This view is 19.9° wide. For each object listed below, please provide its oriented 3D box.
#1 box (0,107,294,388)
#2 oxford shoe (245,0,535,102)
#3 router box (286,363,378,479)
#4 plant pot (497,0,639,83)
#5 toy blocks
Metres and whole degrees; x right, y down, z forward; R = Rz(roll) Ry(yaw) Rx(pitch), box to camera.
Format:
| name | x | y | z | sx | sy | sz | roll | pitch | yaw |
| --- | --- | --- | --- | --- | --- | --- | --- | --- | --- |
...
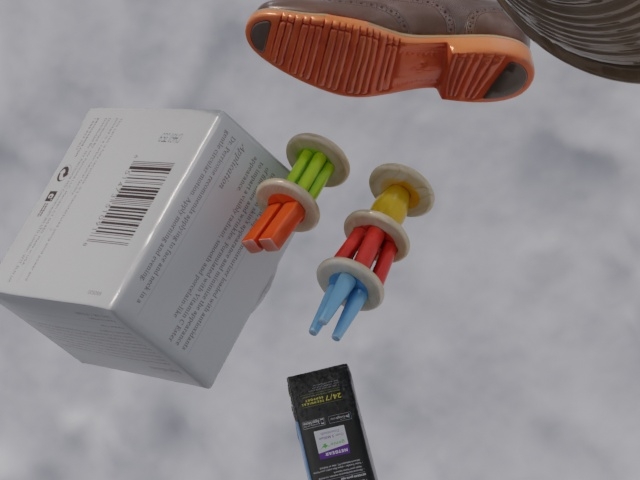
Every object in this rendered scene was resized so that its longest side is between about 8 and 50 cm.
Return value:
| name | x | y | z | sx | sy | sz | roll | pitch | yaw |
| --- | --- | --- | --- | --- | --- | --- | --- | --- | --- |
| box | -0.132 | 0.002 | 1.409 | 0.182 | 0.181 | 0.119 | 5 | 150 | 49 |
| oxford shoe | 0.085 | -0.263 | 2.290 | 0.130 | 0.364 | 0.132 | 114 | 161 | -54 |
| router box | 0.019 | 0.177 | 1.233 | 0.179 | 0.046 | 0.133 | 78 | 178 | -65 |
| plant pot | 0.158 | -0.195 | 0.989 | 0.237 | 0.110 | 0.237 | 13 | 113 | 33 |
| toy blocks | 0.000 | 0.000 | 1.321 | 0.123 | 0.148 | 0.054 | 20 | 142 | 14 |
